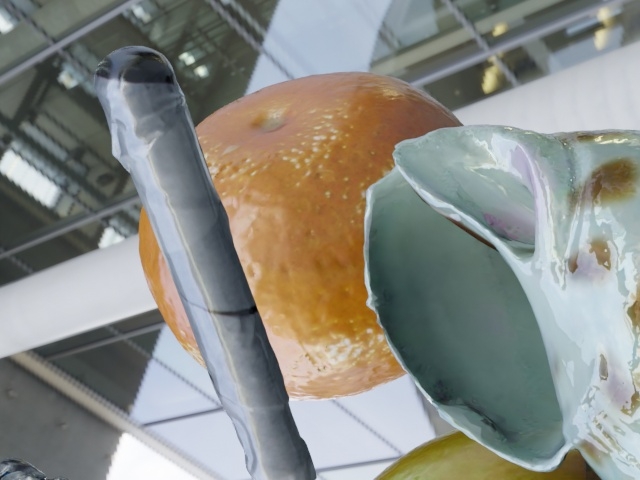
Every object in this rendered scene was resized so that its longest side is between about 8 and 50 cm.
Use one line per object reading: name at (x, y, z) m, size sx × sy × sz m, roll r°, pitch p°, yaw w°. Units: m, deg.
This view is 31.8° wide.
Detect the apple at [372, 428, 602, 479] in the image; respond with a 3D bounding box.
apple at (0.186, 0.321, 0.899) m, size 0.384 × 0.374 × 0.374 m, roll 39°, pitch -134°, yaw -8°

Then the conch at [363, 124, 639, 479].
conch at (0.201, 0.062, 0.712) m, size 0.197 × 0.249 × 0.368 m, roll 3°, pitch -133°, yaw -49°

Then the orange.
orange at (0.000, 0.000, 1.291) m, size 0.424 × 0.423 × 0.326 m, roll -54°, pitch -45°, yaw -45°

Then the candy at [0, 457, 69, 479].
candy at (-0.257, 0.244, 0.763) m, size 0.226 × 0.051 × 0.094 m, roll -42°, pitch -75°, yaw -13°

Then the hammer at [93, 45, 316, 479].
hammer at (-0.016, 0.115, 0.498) m, size 0.044 × 0.152 × 0.427 m, roll -25°, pitch -66°, yaw -13°
